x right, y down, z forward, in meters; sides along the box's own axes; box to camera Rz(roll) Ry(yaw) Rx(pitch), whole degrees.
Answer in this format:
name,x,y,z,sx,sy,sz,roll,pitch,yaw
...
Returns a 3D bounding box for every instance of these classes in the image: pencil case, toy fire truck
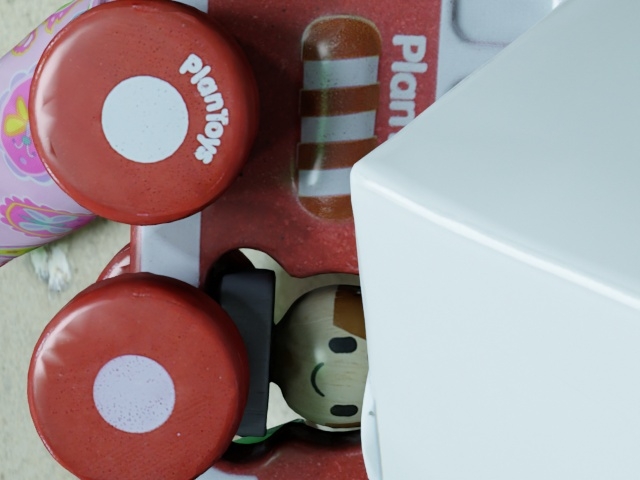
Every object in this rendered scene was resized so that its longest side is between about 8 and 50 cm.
name,x,y,z,sx,sy,sz,roll,pitch,yaw
pencil case,-0.165,-0.074,0.893,0.284,0.124,0.124,-28,77,42
toy fire truck,0.000,0.000,0.687,0.254,0.169,0.302,2,100,2

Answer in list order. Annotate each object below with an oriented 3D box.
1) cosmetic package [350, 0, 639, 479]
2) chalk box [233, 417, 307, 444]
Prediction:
name,x,y,z,sx,sy,sz,roll,pitch,yaw
cosmetic package,0.202,0.090,0.353,0.385,0.156,0.217,27,140,32
chalk box,-0.114,0.243,0.769,0.180,0.289,0.179,-44,67,38
